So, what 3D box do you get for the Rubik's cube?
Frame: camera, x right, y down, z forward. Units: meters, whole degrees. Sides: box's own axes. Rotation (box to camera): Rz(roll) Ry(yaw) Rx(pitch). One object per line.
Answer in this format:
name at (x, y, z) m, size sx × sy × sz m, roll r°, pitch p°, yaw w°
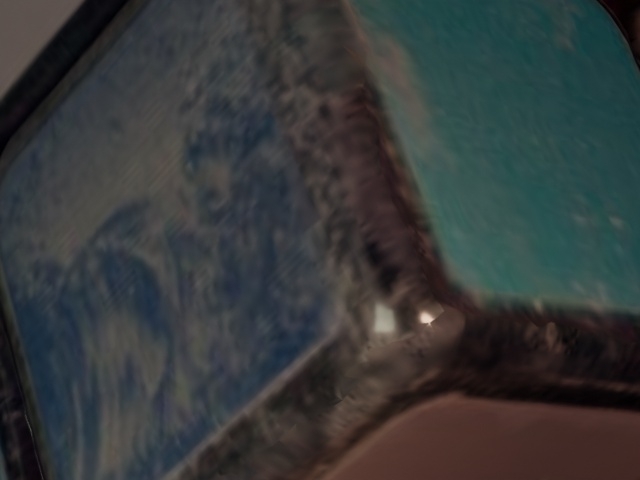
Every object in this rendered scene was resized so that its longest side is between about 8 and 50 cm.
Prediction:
Rubik's cube at (0.000, 0.000, 0.692) m, size 0.313 × 0.316 × 0.318 m, roll -43°, pitch 54°, yaw 36°
